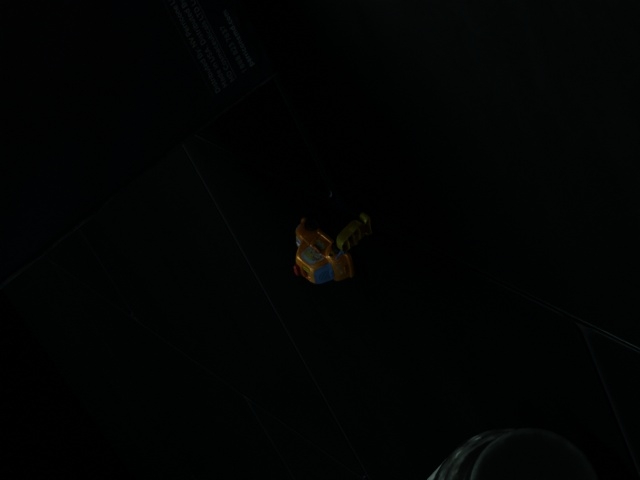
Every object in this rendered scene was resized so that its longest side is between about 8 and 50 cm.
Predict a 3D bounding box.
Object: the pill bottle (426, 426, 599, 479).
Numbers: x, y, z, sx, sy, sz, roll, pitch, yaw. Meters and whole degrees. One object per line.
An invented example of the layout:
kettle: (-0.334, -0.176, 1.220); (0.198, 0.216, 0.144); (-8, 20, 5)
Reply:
pill bottle: (0.134, 0.209, 1.145); (0.123, 0.123, 0.219); (46, 161, 10)

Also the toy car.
toy car: (0.000, 0.000, 1.169); (0.060, 0.040, 0.122); (46, 162, 11)

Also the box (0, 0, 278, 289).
box: (-0.246, -0.131, 1.072); (0.296, 0.294, 0.183); (26, 151, 49)
